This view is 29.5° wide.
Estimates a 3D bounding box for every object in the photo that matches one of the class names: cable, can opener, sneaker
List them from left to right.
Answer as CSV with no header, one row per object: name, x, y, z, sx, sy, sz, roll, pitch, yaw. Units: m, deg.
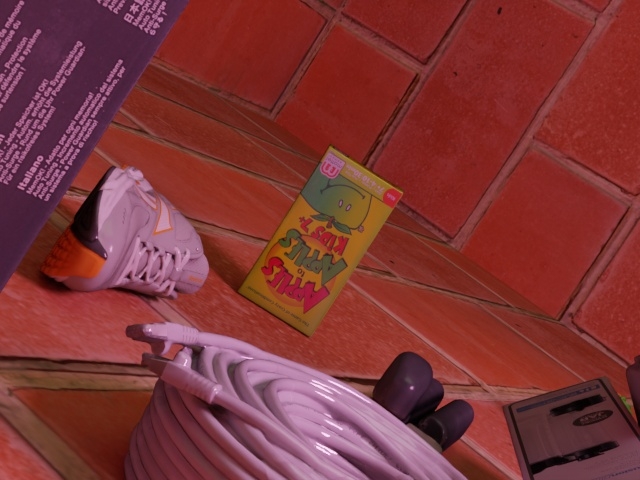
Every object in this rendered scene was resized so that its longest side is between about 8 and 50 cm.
sneaker,-0.148,0.004,1.025,0.121,0.099,0.262,36,9,-6
cable,0.008,0.157,0.726,0.257,0.089,0.257,36,7,27
can opener,0.095,0.146,1.087,0.076,0.095,0.283,36,9,15

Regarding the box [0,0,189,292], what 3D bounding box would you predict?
box,-0.180,-0.112,0.528,0.097,0.395,0.318,28,10,-41

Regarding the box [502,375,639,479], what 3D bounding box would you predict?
box,0.196,0.211,0.827,0.290,0.087,0.169,-65,139,-81

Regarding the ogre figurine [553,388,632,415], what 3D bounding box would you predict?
ogre figurine,0.342,0.245,1.476,0.197,0.097,0.118,11,36,-29

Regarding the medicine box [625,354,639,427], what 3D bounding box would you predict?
medicine box,0.378,0.196,0.825,0.149,0.263,0.289,32,45,-83

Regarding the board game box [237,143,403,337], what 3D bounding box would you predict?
board game box,0.000,0.000,1.280,0.092,0.181,0.043,32,8,-3
